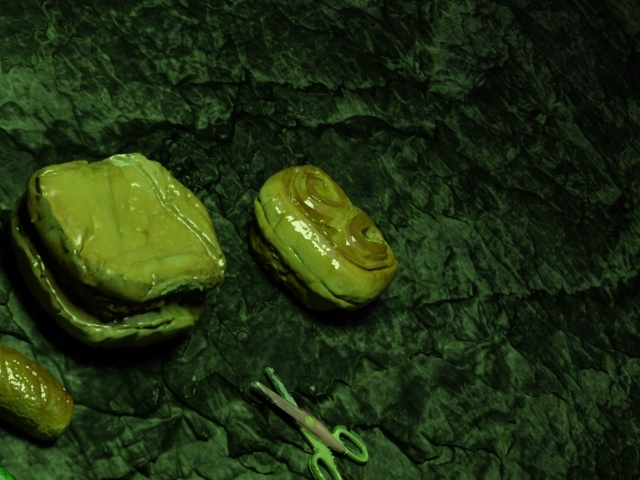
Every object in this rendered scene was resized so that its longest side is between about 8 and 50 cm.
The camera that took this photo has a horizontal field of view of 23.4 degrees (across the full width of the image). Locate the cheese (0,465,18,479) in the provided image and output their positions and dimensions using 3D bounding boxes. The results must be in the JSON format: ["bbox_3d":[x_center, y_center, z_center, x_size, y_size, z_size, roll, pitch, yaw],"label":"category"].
[{"bbox_3d":[-0.346,0.322,1.527,0.204,0.083,0.320,15,40,-40],"label":"cheese"}]

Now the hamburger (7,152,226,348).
[{"bbox_3d":[-0.252,0.014,1.949,0.283,0.144,0.259,-6,53,-46],"label":"hamburger"}]

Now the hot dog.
[{"bbox_3d":[-0.400,0.134,1.727,0.286,0.061,0.087,29,47,-20],"label":"hot dog"}]

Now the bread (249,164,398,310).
[{"bbox_3d":[-0.001,0.001,2.258,0.236,0.120,0.198,47,31,5],"label":"bread"}]

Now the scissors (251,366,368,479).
[{"bbox_3d":[-0.016,0.245,2.056,0.187,0.020,0.133,47,29,0],"label":"scissors"}]
